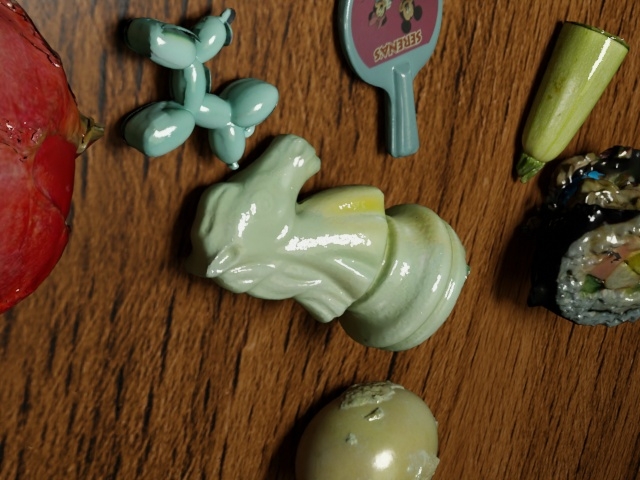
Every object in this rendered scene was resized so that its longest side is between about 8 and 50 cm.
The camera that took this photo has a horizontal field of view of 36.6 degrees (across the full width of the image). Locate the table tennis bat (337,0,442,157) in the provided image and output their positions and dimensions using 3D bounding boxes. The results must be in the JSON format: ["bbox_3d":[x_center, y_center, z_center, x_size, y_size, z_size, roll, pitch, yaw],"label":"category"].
[{"bbox_3d":[0.082,-0.207,1.067,0.153,0.040,0.244,-26,123,-33],"label":"table tennis bat"}]

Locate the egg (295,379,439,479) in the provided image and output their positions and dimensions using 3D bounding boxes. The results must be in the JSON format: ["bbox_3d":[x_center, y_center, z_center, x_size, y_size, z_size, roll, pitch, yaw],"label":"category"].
[{"bbox_3d":[0.058,0.263,1.197,0.201,0.164,0.164,-35,132,-31],"label":"egg"}]

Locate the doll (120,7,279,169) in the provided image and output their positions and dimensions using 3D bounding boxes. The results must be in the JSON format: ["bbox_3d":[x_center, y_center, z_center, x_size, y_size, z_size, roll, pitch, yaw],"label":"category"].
[{"bbox_3d":[-0.108,-0.134,0.898,0.158,0.059,0.159,-20,122,-36],"label":"doll"}]

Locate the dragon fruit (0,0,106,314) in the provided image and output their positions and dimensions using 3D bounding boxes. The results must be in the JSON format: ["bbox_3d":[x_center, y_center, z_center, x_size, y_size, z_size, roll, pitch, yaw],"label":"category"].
[{"bbox_3d":[-0.301,-0.056,0.594,0.301,0.295,0.296,5,107,-61],"label":"dragon fruit"}]

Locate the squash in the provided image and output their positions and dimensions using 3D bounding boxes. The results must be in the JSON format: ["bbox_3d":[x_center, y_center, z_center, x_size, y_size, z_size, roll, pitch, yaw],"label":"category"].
[{"bbox_3d":[0.318,-0.176,1.287,0.094,0.094,0.224,8,112,-46],"label":"squash"}]

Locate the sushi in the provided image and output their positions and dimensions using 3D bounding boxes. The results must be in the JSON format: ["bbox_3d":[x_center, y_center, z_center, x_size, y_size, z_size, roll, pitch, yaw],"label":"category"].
[{"bbox_3d":[0.393,-0.010,1.368,0.225,0.219,0.238,5,142,-10],"label":"sushi"}]

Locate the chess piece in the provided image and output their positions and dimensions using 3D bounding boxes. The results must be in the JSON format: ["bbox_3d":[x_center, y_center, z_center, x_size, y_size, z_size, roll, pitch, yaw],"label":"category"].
[{"bbox_3d":[0.000,0.000,1.029,0.298,0.175,0.176,24,93,-35],"label":"chess piece"}]
